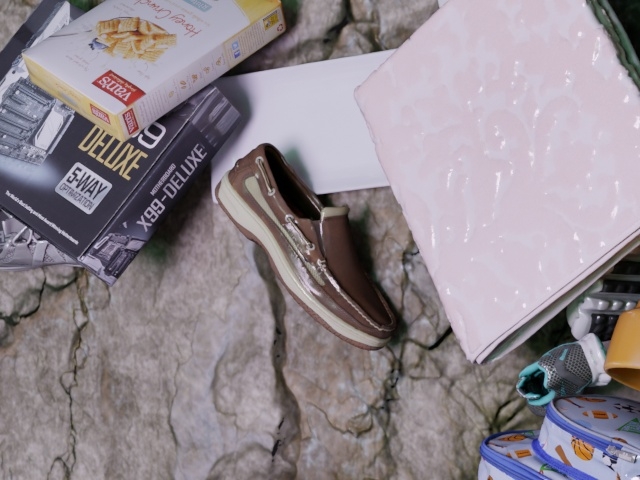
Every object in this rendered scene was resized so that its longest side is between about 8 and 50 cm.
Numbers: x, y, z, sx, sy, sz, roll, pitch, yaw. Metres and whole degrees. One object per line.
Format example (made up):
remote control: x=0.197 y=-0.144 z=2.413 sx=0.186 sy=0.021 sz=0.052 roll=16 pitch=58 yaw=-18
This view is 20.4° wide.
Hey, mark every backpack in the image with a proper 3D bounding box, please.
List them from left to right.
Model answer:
backpack: x=0.266 y=0.254 z=1.645 sx=0.263 sy=0.276 sz=0.213 roll=12 pitch=89 yaw=39

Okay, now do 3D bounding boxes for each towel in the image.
towel: x=0.190 y=-0.095 z=1.725 sx=0.317 sy=0.053 sz=0.331 roll=-42 pitch=59 yaw=37

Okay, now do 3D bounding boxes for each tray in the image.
tray: x=-0.006 y=-0.122 z=1.949 sx=0.270 sy=0.030 sz=0.145 roll=-6 pitch=87 yaw=32

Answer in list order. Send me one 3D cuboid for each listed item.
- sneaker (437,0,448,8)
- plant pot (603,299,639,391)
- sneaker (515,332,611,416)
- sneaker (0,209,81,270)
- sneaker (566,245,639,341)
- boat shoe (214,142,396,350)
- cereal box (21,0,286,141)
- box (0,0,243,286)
sneaker: x=0.166 y=-0.324 z=1.824 sx=0.121 sy=0.079 sz=0.216 roll=-18 pitch=88 yaw=27
plant pot: x=0.381 y=0.057 z=1.617 sx=0.205 sy=0.205 sz=0.188 roll=12 pitch=79 yaw=32
sneaker: x=0.221 y=0.137 z=1.735 sx=0.166 sy=0.076 sz=0.065 roll=116 pitch=135 yaw=-65
sneaker: x=-0.320 y=-0.012 z=2.094 sx=0.281 sy=0.115 sz=0.105 roll=-16 pitch=80 yaw=31
sneaker: x=0.308 y=-0.038 z=1.719 sx=0.118 sy=0.110 sz=0.292 roll=45 pitch=119 yaw=51
boat shoe: x=-0.004 y=0.001 z=1.891 sx=0.257 sy=0.095 sz=0.095 roll=46 pitch=116 yaw=12
cereal box: x=-0.181 y=-0.217 z=1.947 sx=0.173 sy=0.240 sz=0.047 roll=32 pitch=148 yaw=36
box: x=-0.272 y=-0.120 z=2.017 sx=0.307 sy=0.076 sz=0.242 roll=33 pitch=81 yaw=36
